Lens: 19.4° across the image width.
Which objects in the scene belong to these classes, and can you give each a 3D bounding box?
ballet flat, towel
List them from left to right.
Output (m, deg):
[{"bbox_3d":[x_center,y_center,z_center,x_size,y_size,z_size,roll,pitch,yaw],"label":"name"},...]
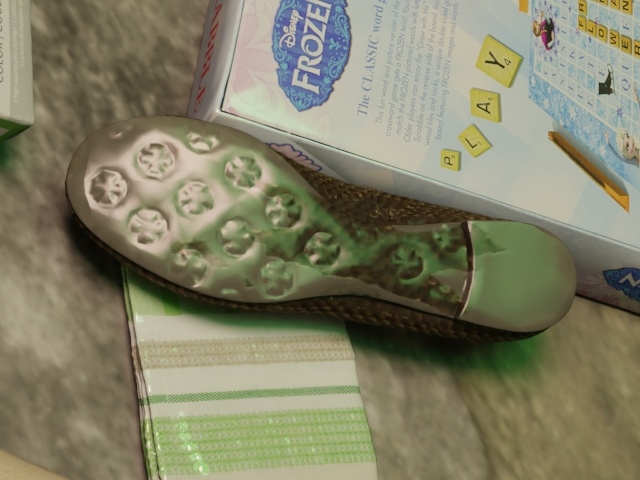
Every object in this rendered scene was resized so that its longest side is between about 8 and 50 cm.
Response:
[{"bbox_3d":[-0.033,0.079,0.871,0.113,0.023,0.152,1,64,-26],"label":"towel"},{"bbox_3d":[0.000,0.000,0.887,0.250,0.058,0.084,12,81,-14],"label":"ballet flat"}]

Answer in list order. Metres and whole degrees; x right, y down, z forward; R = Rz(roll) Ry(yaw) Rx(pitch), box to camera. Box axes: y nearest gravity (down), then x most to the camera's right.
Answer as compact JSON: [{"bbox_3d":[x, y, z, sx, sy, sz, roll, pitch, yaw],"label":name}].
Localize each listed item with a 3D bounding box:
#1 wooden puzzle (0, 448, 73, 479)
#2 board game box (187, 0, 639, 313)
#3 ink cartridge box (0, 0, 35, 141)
[{"bbox_3d":[-0.105,0.259,0.701,0.322,0.080,0.348,25,63,-11],"label":"wooden puzzle"},{"bbox_3d":[0.105,-0.139,1.006,0.318,0.066,0.319,18,60,-16],"label":"board game box"},{"bbox_3d":[-0.224,-0.113,0.804,0.209,0.062,0.109,17,58,-43],"label":"ink cartridge box"}]
